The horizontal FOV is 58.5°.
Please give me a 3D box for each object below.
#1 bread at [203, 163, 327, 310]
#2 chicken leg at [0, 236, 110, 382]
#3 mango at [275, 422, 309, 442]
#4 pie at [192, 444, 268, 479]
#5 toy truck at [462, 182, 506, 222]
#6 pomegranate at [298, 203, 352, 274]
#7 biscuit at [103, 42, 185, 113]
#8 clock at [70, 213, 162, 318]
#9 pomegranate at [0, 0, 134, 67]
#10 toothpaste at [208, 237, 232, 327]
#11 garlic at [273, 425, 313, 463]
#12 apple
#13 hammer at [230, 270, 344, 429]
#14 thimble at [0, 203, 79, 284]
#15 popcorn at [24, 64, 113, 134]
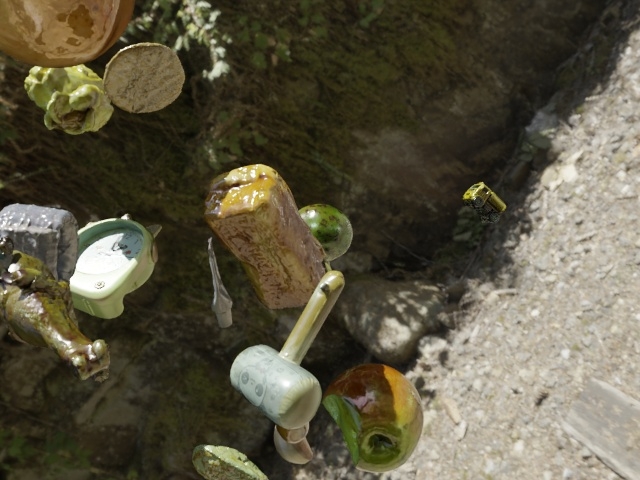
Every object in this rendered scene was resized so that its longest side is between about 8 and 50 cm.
[{"bbox_3d":[-0.111,-0.002,1.261,0.195,0.344,0.148,-8,42,23],"label":"bread"},{"bbox_3d":[-0.533,0.167,1.128,0.140,0.361,0.211,-40,-22,-18],"label":"chicken leg"},{"bbox_3d":[-0.074,0.475,1.522,0.163,0.089,0.111,96,155,-46],"label":"mango"},{"bbox_3d":[-0.279,0.698,1.752,0.201,0.248,0.090,-54,7,48],"label":"pie"},{"bbox_3d":[0.340,-0.080,1.189,0.054,0.083,0.049,-51,13,-6],"label":"toy truck"},{"bbox_3d":[0.000,0.000,1.844,0.211,0.211,0.263,-39,41,45],"label":"pomegranate"},{"bbox_3d":[-0.470,-0.432,1.535,0.220,0.220,0.033,-51,52,25],"label":"biscuit"},{"bbox_3d":[-0.640,0.058,1.744,0.348,0.286,0.117,-55,-27,-39],"label":"clock"},{"bbox_3d":[-0.591,-0.545,1.184,0.411,0.411,0.411,-48,24,30],"label":"pomegranate"},{"bbox_3d":[-0.316,0.138,1.764,0.099,0.068,0.282,19,122,49],"label":"toothpaste"},{"bbox_3d":[-0.103,0.682,2.014,0.115,0.128,0.206,97,162,-65],"label":"garlic"},{"bbox_3d":[0.123,0.424,1.355,0.246,0.246,0.226,-53,17,22],"label":"apple"},{"bbox_3d":[-0.037,0.191,1.102,0.202,0.113,0.305,22,76,43],"label":"hammer"},{"bbox_3d":[-0.713,0.024,1.419,0.236,0.172,0.205,111,164,-52],"label":"thimble"},{"bbox_3d":[-0.739,-0.424,1.688,0.195,0.256,0.255,-40,45,10],"label":"popcorn"}]
